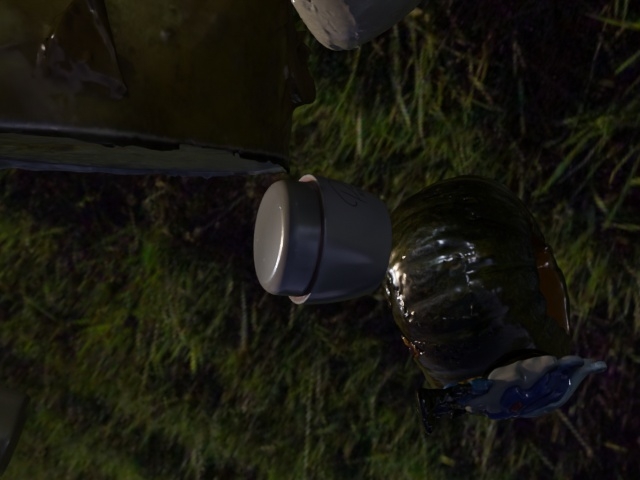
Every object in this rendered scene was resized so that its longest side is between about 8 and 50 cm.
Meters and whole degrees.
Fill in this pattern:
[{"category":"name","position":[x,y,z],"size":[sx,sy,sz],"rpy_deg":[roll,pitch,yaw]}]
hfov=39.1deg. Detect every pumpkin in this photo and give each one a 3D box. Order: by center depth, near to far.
[{"category":"pumpkin","position":[0.209,0.072,1.168],"size":[0.192,0.320,0.320],"rpy_deg":[-15,126,25]}]

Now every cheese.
[{"category":"cheese","position":[0.049,-0.343,1.094],"size":[0.154,0.189,0.198],"rpy_deg":[49,172,45]}]

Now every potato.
[{"category":"potato","position":[-0.161,-0.143,0.603],"size":[0.246,0.299,0.196],"rpy_deg":[-2,89,44]}]

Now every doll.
[{"category":"doll","position":[0.191,0.145,0.897],"size":[0.195,0.070,0.096],"rpy_deg":[-14,153,-2]}]

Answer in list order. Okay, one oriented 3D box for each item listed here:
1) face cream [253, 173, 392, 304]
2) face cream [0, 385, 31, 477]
[{"category":"face cream","position":[0.000,0.000,0.813],"size":[0.104,0.117,0.117],"rpy_deg":[4,148,-20]},{"category":"face cream","position":[-0.433,0.122,0.788],"size":[0.341,0.084,0.137],"rpy_deg":[20,162,-9]}]
